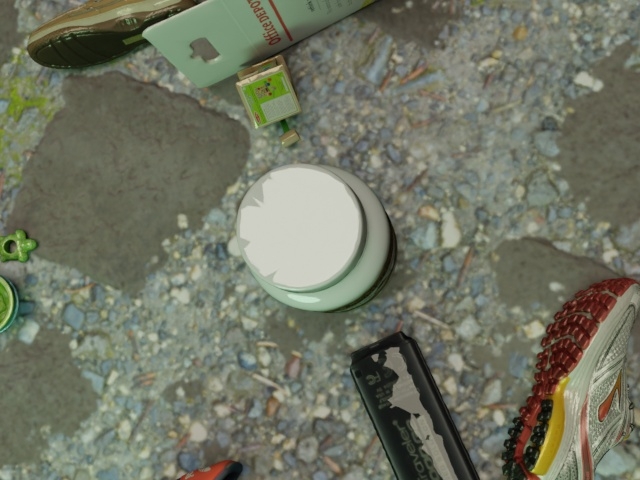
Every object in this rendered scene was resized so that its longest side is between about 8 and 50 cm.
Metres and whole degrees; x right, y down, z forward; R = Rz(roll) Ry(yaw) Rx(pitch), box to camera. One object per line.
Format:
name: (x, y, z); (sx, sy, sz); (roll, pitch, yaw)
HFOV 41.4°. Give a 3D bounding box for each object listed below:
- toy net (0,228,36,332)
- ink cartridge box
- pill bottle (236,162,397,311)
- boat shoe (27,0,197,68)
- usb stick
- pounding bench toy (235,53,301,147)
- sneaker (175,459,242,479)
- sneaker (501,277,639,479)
toy net: (-0.432, 0.037, 0.929); (0.232, 0.045, 0.122); (3, 84, 9)
ink cartridge box: (-0.011, -0.297, 0.819); (0.354, 0.207, 0.119); (-27, 83, 4)
pill bottle: (0.000, 0.000, 0.774); (0.131, 0.229, 0.131); (-1, 84, 9)
boat shoe: (-0.228, -0.244, 0.926); (0.190, 0.068, 0.072); (-15, 69, -3)
usb stick: (0.112, 0.226, 0.827); (0.077, 0.045, 0.278); (-26, 81, 12)
pounding bench toy: (-0.048, -0.143, 0.886); (0.052, 0.065, 0.083); (-21, 112, 5)
sneaker: (-0.036, 0.363, 0.789); (0.148, 0.131, 0.350); (-40, 79, 7)
sneaker: (0.254, 0.141, 0.806); (0.093, 0.088, 0.225); (24, 88, -10)
